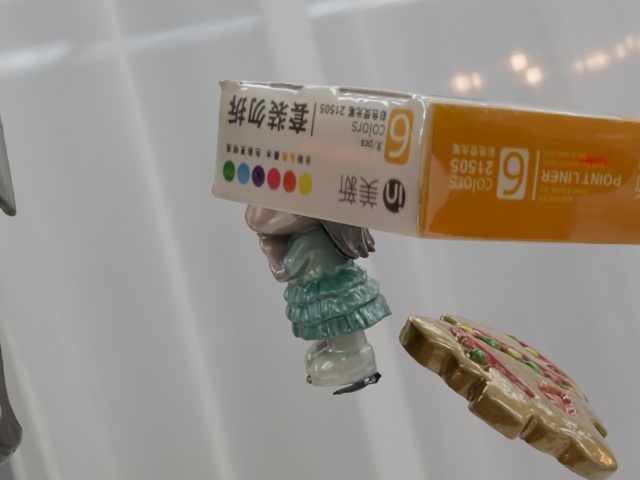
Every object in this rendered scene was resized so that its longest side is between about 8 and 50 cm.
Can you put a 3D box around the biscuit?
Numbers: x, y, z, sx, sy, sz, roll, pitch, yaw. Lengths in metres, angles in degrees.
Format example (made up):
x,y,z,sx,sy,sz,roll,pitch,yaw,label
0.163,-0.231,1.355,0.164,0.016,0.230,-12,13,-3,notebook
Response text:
x,y,z,sx,sy,sz,roll,pitch,yaw,label
0.172,0.120,1.501,0.041,0.212,0.238,-59,-8,15,biscuit

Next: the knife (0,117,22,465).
x,y,z,sx,sy,sz,roll,pitch,yaw,label
-0.103,-0.042,0.485,0.019,0.245,0.072,-21,-29,11,knife

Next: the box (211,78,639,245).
x,y,z,sx,sy,sz,roll,pitch,yaw,label
0.096,-0.050,1.167,0.273,0.091,0.220,2,6,-41,box

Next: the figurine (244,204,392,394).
x,y,z,sx,sy,sz,roll,pitch,yaw,label
0.000,0.000,1.406,0.110,0.246,0.138,-14,12,-6,figurine
